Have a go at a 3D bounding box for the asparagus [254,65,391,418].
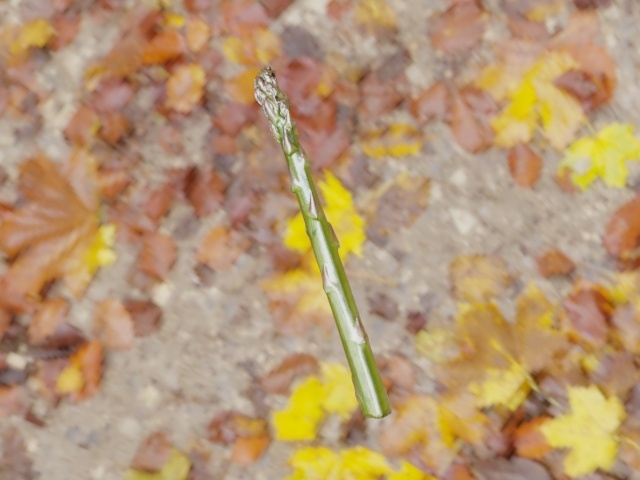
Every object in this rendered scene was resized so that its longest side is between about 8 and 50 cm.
[{"bbox_3d":[0.000,0.000,1.173,0.025,0.024,0.249,-21,85,32],"label":"asparagus"}]
